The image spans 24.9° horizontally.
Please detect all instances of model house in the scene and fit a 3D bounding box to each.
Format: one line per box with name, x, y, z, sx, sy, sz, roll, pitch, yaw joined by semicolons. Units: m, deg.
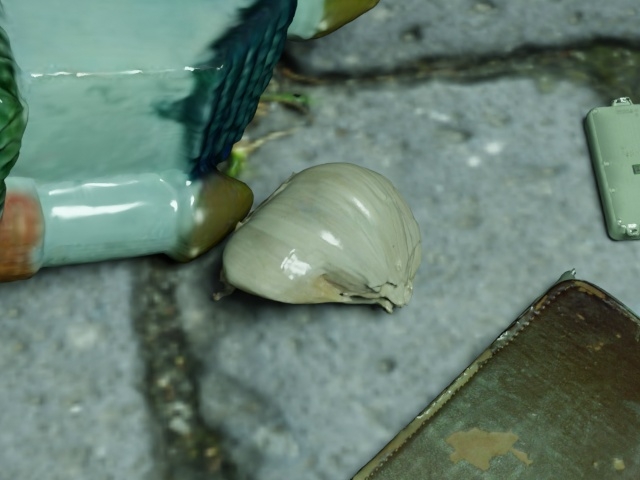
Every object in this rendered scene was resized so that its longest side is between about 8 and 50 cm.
model house;-0.106;-0.106;0.770;0.291;0.184;0.253;-5;52;-19

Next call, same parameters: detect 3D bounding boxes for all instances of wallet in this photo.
wallet;0.092;0.120;0.700;0.122;0.031;0.232;39;65;25

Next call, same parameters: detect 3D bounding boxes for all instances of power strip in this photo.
power strip;0.172;-0.039;0.799;0.040;0.016;0.090;-4;59;-2

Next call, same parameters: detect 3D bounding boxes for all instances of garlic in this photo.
garlic;0.003;-0.001;0.745;0.094;0.074;0.113;26;47;25
